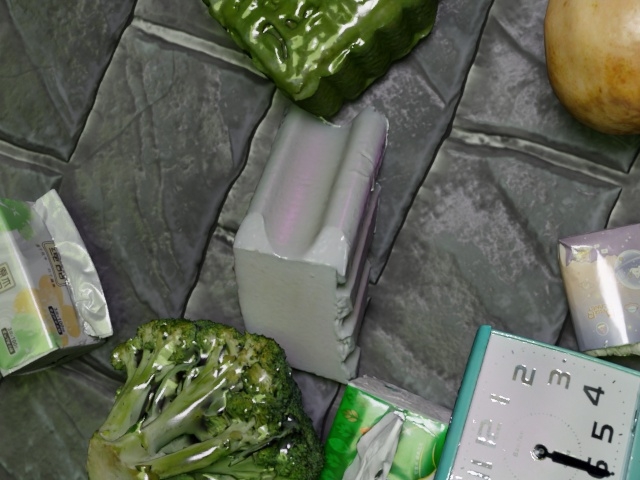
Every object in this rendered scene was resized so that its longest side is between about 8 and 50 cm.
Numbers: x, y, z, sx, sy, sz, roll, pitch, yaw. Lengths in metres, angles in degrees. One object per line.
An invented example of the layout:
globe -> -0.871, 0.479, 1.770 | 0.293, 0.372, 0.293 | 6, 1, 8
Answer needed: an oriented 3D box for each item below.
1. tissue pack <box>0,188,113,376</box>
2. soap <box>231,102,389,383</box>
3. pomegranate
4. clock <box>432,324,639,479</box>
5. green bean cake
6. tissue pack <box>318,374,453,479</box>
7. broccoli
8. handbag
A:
tissue pack -> -0.386, 0.052, 1.271 | 0.145, 0.159, 0.229 | -27, 82, 11
soap -> 0.000, 0.000, 1.240 | 0.159, 0.257, 0.302 | 6, 45, 15
pomegranate -> 0.375, -0.254, 1.053 | 0.229, 0.252, 0.270 | -4, 89, 34
clock -> 0.260, 0.261, 1.087 | 0.231, 0.116, 0.262 | 16, 66, 10
green bean cake -> -0.003, -0.321, 1.186 | 0.247, 0.156, 0.250 | -40, 73, 7
tissue pack -> 0.069, 0.297, 1.155 | 0.148, 0.156, 0.209 | 22, 94, 16
broccoli -> -0.161, 0.256, 1.152 | 0.321, 0.283, 0.303 | 22, 112, 35
handbag -> 0.361, 0.070, 1.122 | 0.117, 0.095, 0.173 | -12, 82, 15
